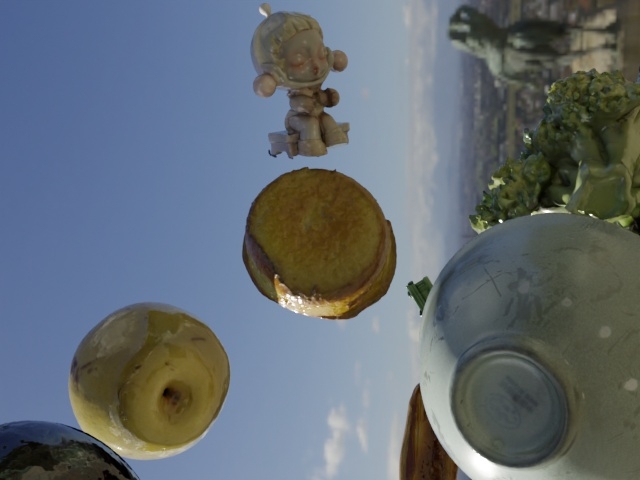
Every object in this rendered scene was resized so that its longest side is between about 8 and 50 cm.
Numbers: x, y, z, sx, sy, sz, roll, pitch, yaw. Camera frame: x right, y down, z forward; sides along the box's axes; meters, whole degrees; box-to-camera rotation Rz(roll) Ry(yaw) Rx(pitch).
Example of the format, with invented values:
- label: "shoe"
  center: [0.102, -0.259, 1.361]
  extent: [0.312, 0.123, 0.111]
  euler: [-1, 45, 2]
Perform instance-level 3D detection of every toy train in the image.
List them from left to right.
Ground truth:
- label: "toy train"
  center: [0.218, 0.120, 1.888]
  extent: [0.093, 0.056, 0.038]
  euler: [59, -177, 8]

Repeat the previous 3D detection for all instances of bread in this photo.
- label: "bread"
  center: [0.000, 0.000, 1.483]
  extent: [0.145, 0.268, 0.268]
  euler: [75, -163, -74]

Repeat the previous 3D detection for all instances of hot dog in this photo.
- label: "hot dog"
  center: [0.187, 0.363, 1.558]
  extent: [0.068, 0.100, 0.249]
  euler: [105, 173, -79]

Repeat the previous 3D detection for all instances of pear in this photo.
- label: "pear"
  center: [-0.313, 0.263, 1.688]
  extent: [0.309, 0.309, 0.309]
  euler: [0, -90, -82]

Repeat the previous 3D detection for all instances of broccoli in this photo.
- label: "broccoli"
  center: [0.407, -0.077, 1.290]
  extent: [0.348, 0.293, 0.281]
  euler: [-60, -10, 22]

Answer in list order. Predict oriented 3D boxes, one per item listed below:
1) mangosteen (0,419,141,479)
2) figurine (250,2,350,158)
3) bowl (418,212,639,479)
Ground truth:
- label: "mangosteen"
  center: [-0.283, 0.315, 0.797]
  extent: [0.300, 0.300, 0.300]
  euler: [0, -90, -82]
- label: "figurine"
  center: [-0.033, -0.268, 1.491]
  extent: [0.144, 0.182, 0.256]
  euler: [-153, 50, -73]
- label: "bowl"
  center: [0.200, 0.137, 0.841]
  extent: [0.146, 0.313, 0.313]
  euler: [-14, -74, -55]
